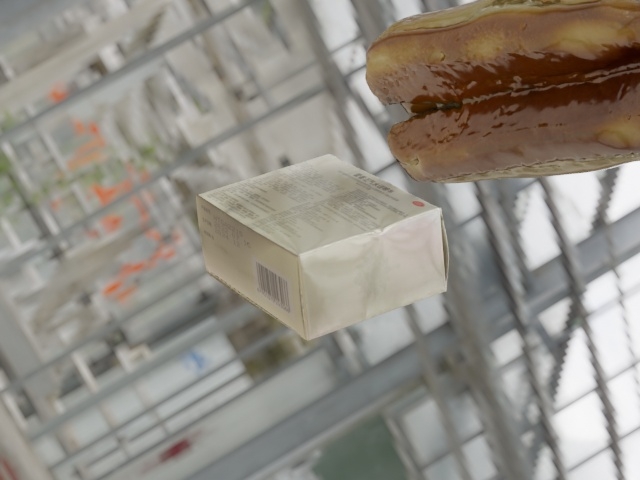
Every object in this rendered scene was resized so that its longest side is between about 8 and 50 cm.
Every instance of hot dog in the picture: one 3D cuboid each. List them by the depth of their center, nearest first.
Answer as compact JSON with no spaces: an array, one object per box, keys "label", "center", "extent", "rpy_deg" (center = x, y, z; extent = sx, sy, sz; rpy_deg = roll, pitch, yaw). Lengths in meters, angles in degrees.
[{"label":"hot dog","center":[0.164,-0.113,1.249],"extent":[0.337,0.100,0.135],"rpy_deg":[-7,-76,52]}]

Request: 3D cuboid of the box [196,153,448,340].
[{"label":"box","center":[0.000,0.000,1.799],"extent":[0.212,0.168,0.095],"rpy_deg":[31,-45,54]}]
